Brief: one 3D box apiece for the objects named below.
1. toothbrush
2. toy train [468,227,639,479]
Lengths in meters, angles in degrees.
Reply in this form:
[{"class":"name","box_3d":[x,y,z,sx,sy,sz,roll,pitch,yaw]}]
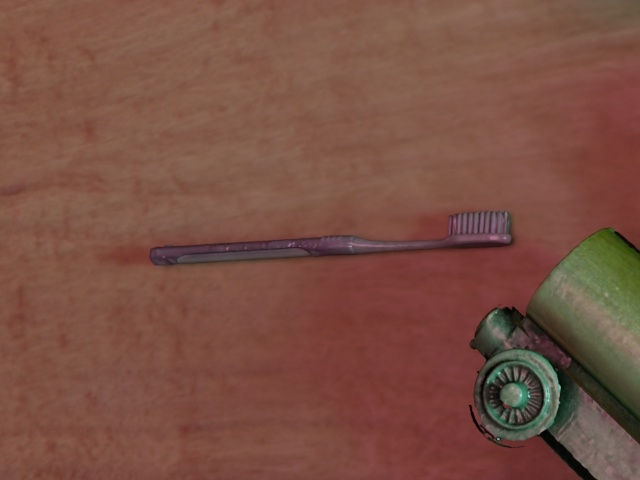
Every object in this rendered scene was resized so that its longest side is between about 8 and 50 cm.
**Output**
[{"class":"toothbrush","box_3d":[0.000,0.000,1.161,0.354,0.024,0.029,-4,74,27]},{"class":"toy train","box_3d":[0.243,0.129,0.939,0.307,0.126,0.189,45,113,28]}]
